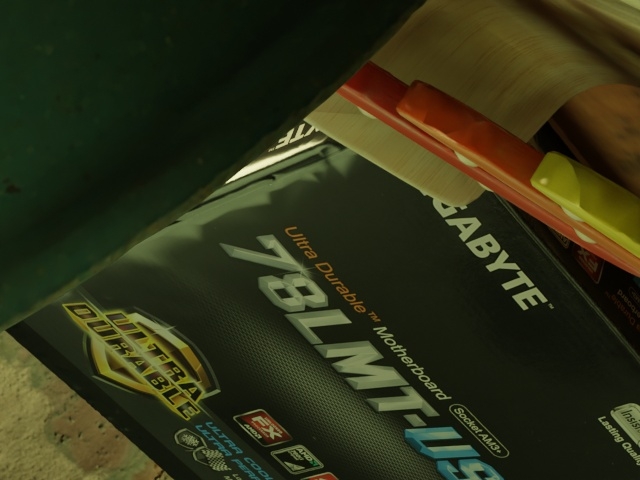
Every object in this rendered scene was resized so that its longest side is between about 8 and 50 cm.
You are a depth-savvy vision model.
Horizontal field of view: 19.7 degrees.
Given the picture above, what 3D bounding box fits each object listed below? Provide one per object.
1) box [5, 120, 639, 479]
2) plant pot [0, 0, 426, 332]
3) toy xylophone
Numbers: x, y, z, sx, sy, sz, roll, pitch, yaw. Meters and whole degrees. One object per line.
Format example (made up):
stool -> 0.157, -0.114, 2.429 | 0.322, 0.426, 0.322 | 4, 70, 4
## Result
box -> 0.031, 0.059, 0.902 | 0.293, 0.073, 0.295 | -19, 126, 39
plant pot -> -0.168, -0.182, 0.426 | 0.341, 0.341, 0.334 | 28, 155, 56
toy xylophone -> 0.103, -0.020, 0.545 | 0.236, 0.081, 0.323 | 29, -177, -37
